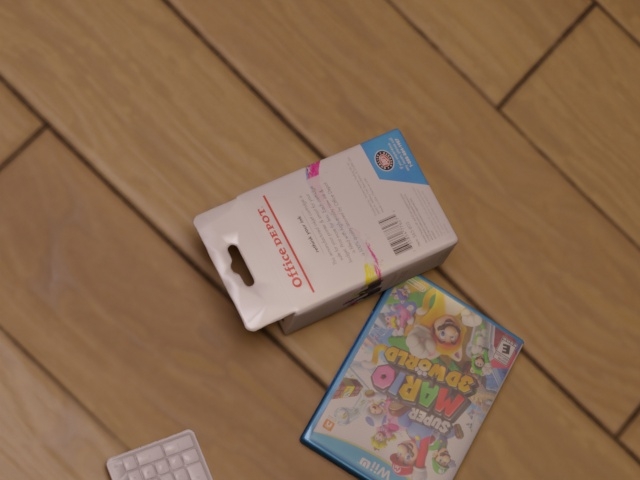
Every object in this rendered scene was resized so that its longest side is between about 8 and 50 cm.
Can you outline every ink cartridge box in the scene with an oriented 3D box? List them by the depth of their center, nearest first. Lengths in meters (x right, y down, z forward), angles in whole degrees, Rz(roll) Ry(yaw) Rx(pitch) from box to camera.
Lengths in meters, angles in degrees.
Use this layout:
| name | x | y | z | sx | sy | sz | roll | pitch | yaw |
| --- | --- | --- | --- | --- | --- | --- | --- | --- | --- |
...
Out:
| name | x | y | z | sx | sy | sz | roll | pitch | yaw |
| --- | --- | --- | --- | --- | --- | --- | --- | --- | --- |
| ink cartridge box | 0.000 | 0.000 | 1.231 | 0.181 | 0.061 | 0.104 | -23 | 76 | -17 |

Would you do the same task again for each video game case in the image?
| name | x | y | z | sx | sy | sz | roll | pitch | yaw |
| --- | --- | --- | --- | --- | --- | --- | --- | --- | --- |
| video game case | 0.074 | 0.117 | 1.249 | 0.119 | 0.015 | 0.166 | 33 | 68 | -5 |

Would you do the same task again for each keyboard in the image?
| name | x | y | z | sx | sy | sz | roll | pitch | yaw |
| --- | --- | --- | --- | --- | --- | --- | --- | --- | --- |
| keyboard | -0.079 | 0.267 | 1.162 | 0.072 | 0.014 | 0.256 | -19 | 80 | -20 |
